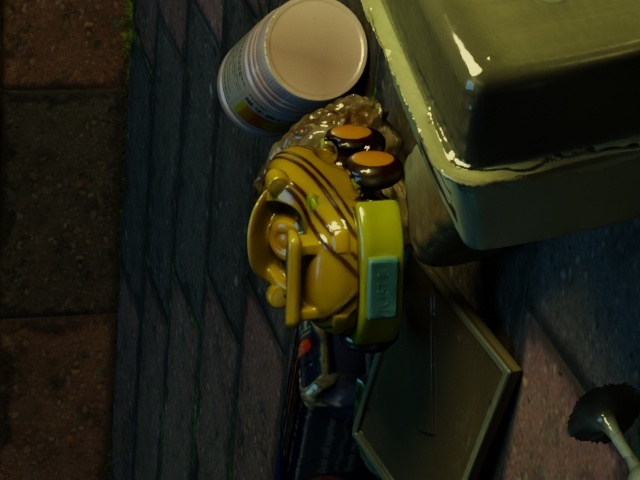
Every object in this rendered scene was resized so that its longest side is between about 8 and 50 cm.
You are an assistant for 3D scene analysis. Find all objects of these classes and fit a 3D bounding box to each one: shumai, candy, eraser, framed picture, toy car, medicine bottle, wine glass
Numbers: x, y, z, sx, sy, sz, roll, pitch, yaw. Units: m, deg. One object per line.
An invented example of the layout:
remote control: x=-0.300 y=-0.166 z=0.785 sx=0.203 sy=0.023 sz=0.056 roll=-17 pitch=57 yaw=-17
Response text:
shumai: x=0.036 y=-0.043 z=2.074 sx=0.175 sy=0.166 sz=0.206 roll=54 pitch=165 yaw=17
candy: x=0.146 y=-0.055 z=1.701 sx=0.234 sy=0.102 sz=0.104 roll=128 pitch=137 yaw=-69
eraser: x=0.007 y=0.215 z=2.215 sx=0.332 sy=0.101 sz=0.155 roll=101 pitch=170 yaw=-45
framed picture: x=0.105 y=0.161 z=1.899 sx=0.189 sy=0.023 sz=0.260 roll=53 pitch=139 yaw=40
toy car: x=0.000 y=0.000 z=1.868 sx=0.248 sy=0.142 sz=0.200 roll=-122 pitch=31 yaw=-67
medicine bottle: x=-0.036 y=-0.205 z=2.288 sx=0.249 sy=0.133 sz=0.133 roll=157 pitch=110 yaw=-72
wine glass: x=0.250 y=0.189 z=1.441 sx=0.198 sy=0.066 sz=0.066 roll=-117 pitch=29 yaw=-53

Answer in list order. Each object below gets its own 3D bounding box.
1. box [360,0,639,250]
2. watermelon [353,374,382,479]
box: x=0.158 y=-0.142 z=1.440 sx=0.290 sy=0.220 sz=0.166 roll=-110 pitch=11 yaw=-46
watermelon: x=0.089 y=0.218 z=2.063 sx=0.101 sy=0.080 sz=0.155 roll=31 pitch=127 yaw=29
